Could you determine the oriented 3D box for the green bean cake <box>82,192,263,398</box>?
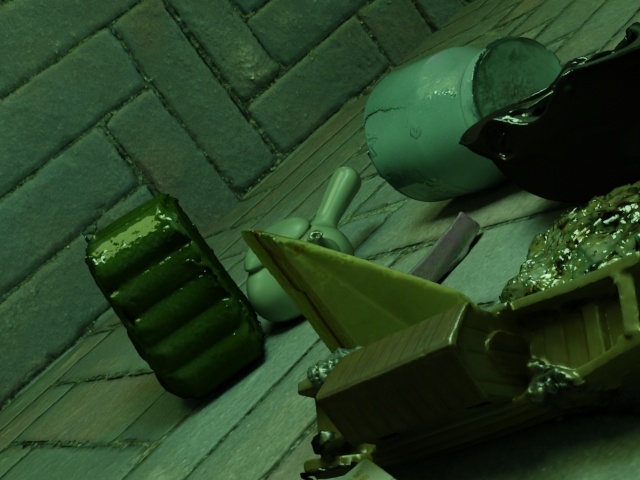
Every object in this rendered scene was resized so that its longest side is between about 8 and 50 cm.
[{"bbox_3d":[-0.264,0.091,1.818,0.218,0.335,0.319,-36,8,-2],"label":"green bean cake"}]

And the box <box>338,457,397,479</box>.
[{"bbox_3d":[0.035,0.281,0.905,0.149,0.067,0.233,-40,12,-11],"label":"box"}]

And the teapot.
[{"bbox_3d":[-0.028,0.013,1.890,0.220,0.149,0.318,-29,15,25],"label":"teapot"}]

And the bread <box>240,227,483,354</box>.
[{"bbox_3d":[0.053,0.042,1.301,0.163,0.264,0.168,-41,19,-14],"label":"bread"}]

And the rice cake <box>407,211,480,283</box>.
[{"bbox_3d":[0.166,0.031,1.533,0.207,0.047,0.036,-43,8,-33],"label":"rice cake"}]

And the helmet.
[{"bbox_3d":[0.343,-0.141,1.386,0.225,0.177,0.305,-38,4,-34],"label":"helmet"}]

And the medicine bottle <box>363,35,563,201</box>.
[{"bbox_3d":[0.241,-0.199,1.713,0.245,0.245,0.290,-42,13,-24],"label":"medicine bottle"}]

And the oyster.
[{"bbox_3d":[0.279,0.015,1.104,0.198,0.092,0.259,-45,-5,-2],"label":"oyster"}]

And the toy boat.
[{"bbox_3d":[0.127,0.120,0.989,0.446,0.162,0.135,-28,56,42],"label":"toy boat"}]
